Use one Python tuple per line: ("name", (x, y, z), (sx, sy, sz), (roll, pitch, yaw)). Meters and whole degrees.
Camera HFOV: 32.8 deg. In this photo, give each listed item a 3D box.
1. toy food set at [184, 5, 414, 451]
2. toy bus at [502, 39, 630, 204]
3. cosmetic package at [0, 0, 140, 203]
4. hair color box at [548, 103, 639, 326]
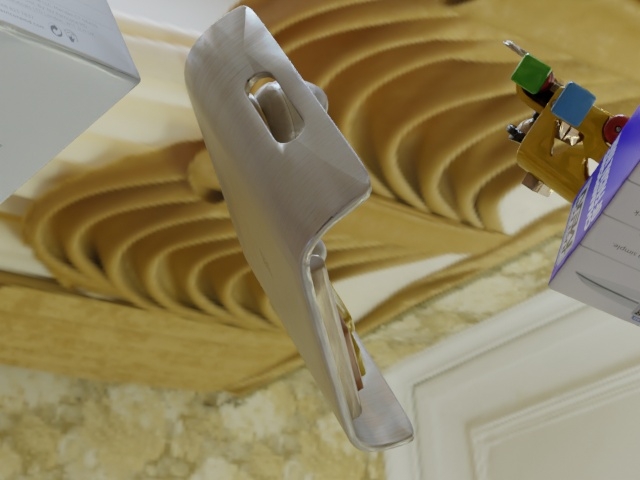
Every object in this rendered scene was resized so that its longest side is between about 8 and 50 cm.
("toy food set", (0.000, 0.000, 0.830), (0.092, 0.306, 0.220), (-25, -130, -9))
("toy bus", (0.233, -0.086, 1.009), (0.104, 0.191, 0.202), (-57, -173, 14))
("cosmetic package", (-0.270, -0.140, 0.713), (0.224, 0.138, 0.224), (-35, -114, 22))
("hair color box", (0.314, -0.052, 0.762), (0.339, 0.185, 0.110), (112, 2, -53))
